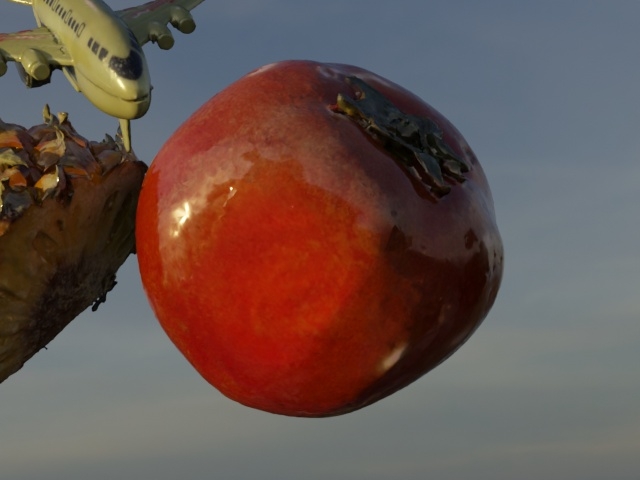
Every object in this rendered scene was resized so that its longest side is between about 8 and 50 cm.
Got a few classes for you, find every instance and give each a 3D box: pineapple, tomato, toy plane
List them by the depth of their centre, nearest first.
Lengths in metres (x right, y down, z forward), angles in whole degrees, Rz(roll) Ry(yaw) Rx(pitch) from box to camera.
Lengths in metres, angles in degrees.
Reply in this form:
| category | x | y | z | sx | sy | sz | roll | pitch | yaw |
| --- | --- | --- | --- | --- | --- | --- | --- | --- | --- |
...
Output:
| category | x | y | z | sx | sy | sz | roll | pitch | yaw |
| --- | --- | --- | --- | --- | --- | --- | --- | --- | --- |
| toy plane | -0.166 | -0.142 | 1.188 | 0.229 | 0.244 | 0.092 | -16 | -49 | -19 |
| tomato | 0.000 | 0.000 | 1.547 | 0.290 | 0.325 | 0.293 | -50 | -1 | 26 |
| pineapple | -0.350 | -0.036 | 1.599 | 0.286 | 0.344 | 0.209 | 27 | -32 | 32 |
